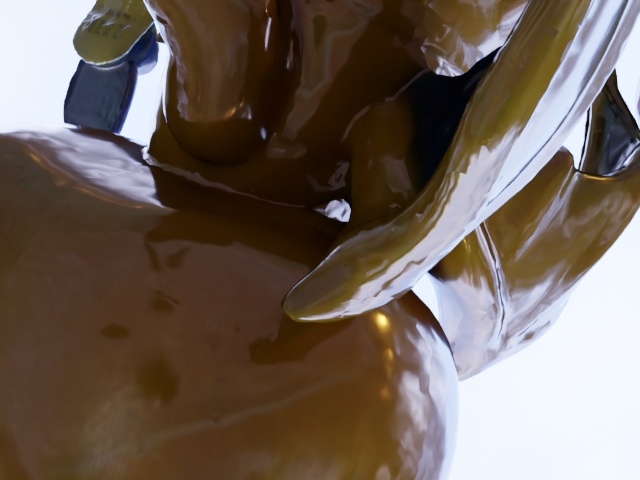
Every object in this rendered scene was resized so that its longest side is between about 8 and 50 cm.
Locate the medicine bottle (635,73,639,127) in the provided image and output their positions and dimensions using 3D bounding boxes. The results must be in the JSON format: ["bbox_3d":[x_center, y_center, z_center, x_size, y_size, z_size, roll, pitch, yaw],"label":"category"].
[{"bbox_3d":[0.238,-0.120,0.889,0.135,0.168,0.135,8,-144,-6],"label":"medicine bottle"}]

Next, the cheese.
[{"bbox_3d":[-0.110,-0.185,1.092,0.156,0.064,0.250,23,-85,52],"label":"cheese"}]

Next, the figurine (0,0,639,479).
[{"bbox_3d":[-0.011,-0.008,0.643,0.268,0.401,0.387,24,-95,2],"label":"figurine"}]
